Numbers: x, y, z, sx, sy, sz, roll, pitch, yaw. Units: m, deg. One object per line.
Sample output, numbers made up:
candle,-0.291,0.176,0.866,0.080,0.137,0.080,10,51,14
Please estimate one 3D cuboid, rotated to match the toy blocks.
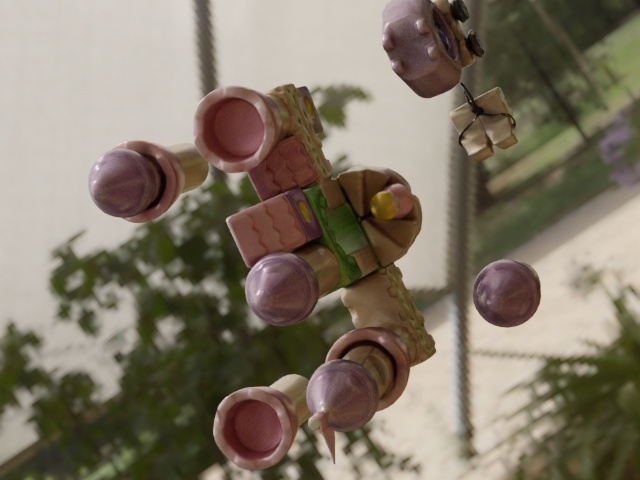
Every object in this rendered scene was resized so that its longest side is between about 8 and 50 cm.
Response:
toy blocks,0.000,0.000,1.349,0.309,0.289,0.260,-25,0,18
